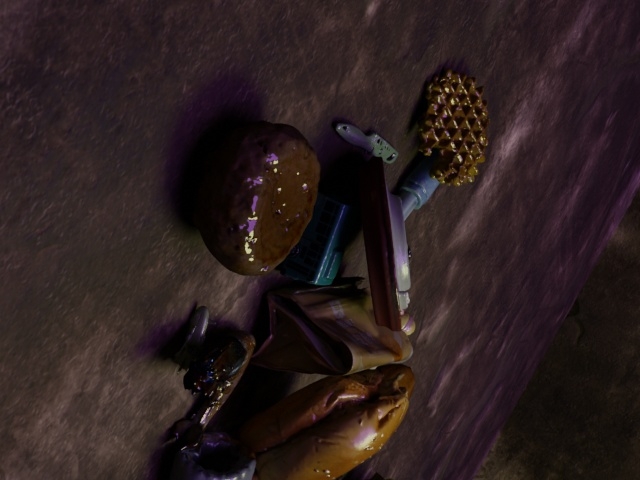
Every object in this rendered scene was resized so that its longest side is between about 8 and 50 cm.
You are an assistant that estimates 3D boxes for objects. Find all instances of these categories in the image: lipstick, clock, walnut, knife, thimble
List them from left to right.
[{"bbox_3d":[-0.188,0.406,1.710,0.151,0.127,0.118,-9,122,-51],"label":"thimble"},{"bbox_3d":[0.088,-0.180,1.833,0.293,0.019,0.043,19,94,-65],"label":"knife"},{"bbox_3d":[0.151,0.351,2.343,0.207,0.115,0.116,-40,145,-39],"label":"walnut"},{"bbox_3d":[0.122,0.005,1.814,0.318,0.080,0.319,-7,90,-85],"label":"clock"},{"bbox_3d":[0.182,-0.087,2.050,0.274,0.061,0.068,-51,155,-28],"label":"lipstick"}]

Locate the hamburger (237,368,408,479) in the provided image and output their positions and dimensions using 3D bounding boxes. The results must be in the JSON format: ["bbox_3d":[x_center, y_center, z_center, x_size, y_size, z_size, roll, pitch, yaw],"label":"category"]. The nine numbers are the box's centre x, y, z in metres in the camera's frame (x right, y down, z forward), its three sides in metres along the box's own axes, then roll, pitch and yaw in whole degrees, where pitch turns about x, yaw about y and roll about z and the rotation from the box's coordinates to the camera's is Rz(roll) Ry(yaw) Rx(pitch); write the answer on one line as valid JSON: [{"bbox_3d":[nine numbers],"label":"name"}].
[{"bbox_3d":[0.012,0.339,1.825,0.314,0.170,0.290,-32,173,24],"label":"hamburger"}]

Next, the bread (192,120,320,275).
[{"bbox_3d":[-0.096,-0.067,1.461,0.230,0.122,0.230,-41,141,-44],"label":"bread"}]

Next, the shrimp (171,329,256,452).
[{"bbox_3d":[-0.185,0.248,1.614,0.222,0.054,0.290,-60,171,4],"label":"shrimp"}]

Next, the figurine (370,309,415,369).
[{"bbox_3d":[0.150,0.227,2.288,0.083,0.083,0.187,-17,142,-58],"label":"figurine"}]

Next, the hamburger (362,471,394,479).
[{"bbox_3d":[0.141,0.734,2.499,0.291,0.290,0.225,-61,157,-8],"label":"hamburger"}]

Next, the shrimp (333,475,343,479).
[{"bbox_3d":[0.046,0.525,2.370,0.296,0.058,0.169,-50,159,-21],"label":"shrimp"}]

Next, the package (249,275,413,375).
[{"bbox_3d":[0.023,0.150,1.846,0.311,0.221,0.165,3,89,-64],"label":"package"}]

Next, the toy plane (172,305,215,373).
[{"bbox_3d":[-0.196,0.155,1.569,0.111,0.040,0.102,-65,174,5],"label":"toy plane"}]

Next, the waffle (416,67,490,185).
[{"bbox_3d":[0.271,-0.226,2.038,0.228,0.051,0.232,2,93,-48],"label":"waffle"}]

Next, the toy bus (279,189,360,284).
[{"bbox_3d":[0.000,0.000,1.742,0.079,0.091,0.160,5,108,-63],"label":"toy bus"}]

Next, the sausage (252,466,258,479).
[{"bbox_3d":[-0.076,0.443,2.018,0.433,0.087,0.088,2,111,-62],"label":"sausage"}]
